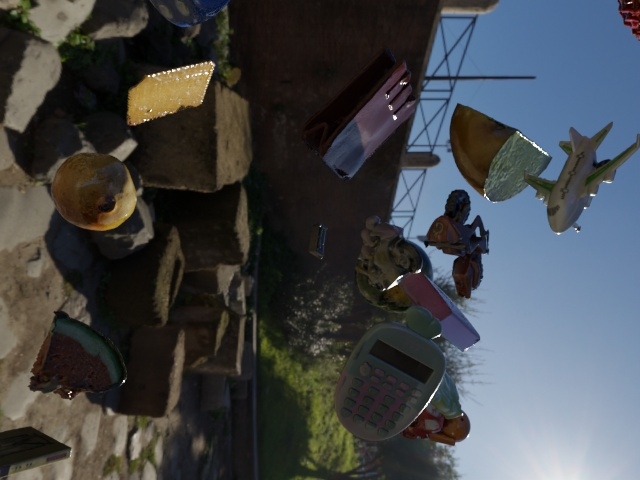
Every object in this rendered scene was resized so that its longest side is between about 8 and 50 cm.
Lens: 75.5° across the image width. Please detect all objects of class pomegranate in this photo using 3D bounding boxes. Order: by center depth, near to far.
[{"bbox_3d":[-0.735,-0.160,1.361,0.264,0.264,0.264,179,-90,-87],"label":"pomegranate"}]

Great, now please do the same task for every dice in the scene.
[{"bbox_3d":[-0.246,-0.496,0.758,0.143,0.146,0.146,-52,138,-18],"label":"dice"}]

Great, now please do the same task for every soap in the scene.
[{"bbox_3d":[0.347,0.203,1.201,0.259,0.081,0.181,39,15,-43],"label":"soap"}]

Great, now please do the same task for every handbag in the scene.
[{"bbox_3d":[0.103,-0.283,0.982,0.084,0.275,0.260,48,10,19],"label":"handbag"}]

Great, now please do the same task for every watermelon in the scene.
[{"bbox_3d":[0.248,0.116,1.398,0.269,0.269,0.269,179,-90,-87],"label":"watermelon"}]

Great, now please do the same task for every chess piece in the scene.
[{"bbox_3d":[0.302,0.381,1.158,0.298,0.176,0.175,41,32,-38],"label":"chess piece"}]

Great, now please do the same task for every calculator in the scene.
[{"bbox_3d":[0.144,0.268,0.834,0.299,0.185,0.041,-61,-177,5],"label":"calculator"}]

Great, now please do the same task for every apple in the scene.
[{"bbox_3d":[0.434,-0.221,1.020,0.179,0.346,0.254,-9,-97,43],"label":"apple"}]

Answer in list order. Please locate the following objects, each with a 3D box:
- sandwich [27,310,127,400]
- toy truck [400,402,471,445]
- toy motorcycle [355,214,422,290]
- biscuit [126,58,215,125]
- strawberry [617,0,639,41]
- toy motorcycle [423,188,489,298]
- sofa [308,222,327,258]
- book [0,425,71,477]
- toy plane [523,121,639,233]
[{"bbox_3d":[-0.704,0.349,1.195,0.292,0.109,0.212,45,57,-39],"label":"sandwich"},{"bbox_3d":[0.402,0.601,1.459,0.189,0.239,0.265,-61,144,-42],"label":"toy truck"},{"bbox_3d":[0.132,0.023,0.881,0.152,0.073,0.225,63,-22,10],"label":"toy motorcycle"},{"bbox_3d":[-0.402,-0.392,1.103,0.013,0.232,0.237,61,-29,1],"label":"biscuit"},{"bbox_3d":[0.688,-0.458,0.761,0.343,0.292,0.292,42,40,-56],"label":"strawberry"},{"bbox_3d":[0.253,0.017,0.762,0.084,0.118,0.212,7,-53,45],"label":"toy motorcycle"},{"bbox_3d":[0.000,0.000,1.915,0.085,0.060,0.147,36,51,-42],"label":"sofa"},{"bbox_3d":[-0.623,0.403,0.772,0.231,0.161,0.026,21,76,-60],"label":"book"},{"bbox_3d":[0.531,-0.120,0.858,0.251,0.101,0.255,-19,-134,66],"label":"toy plane"}]
